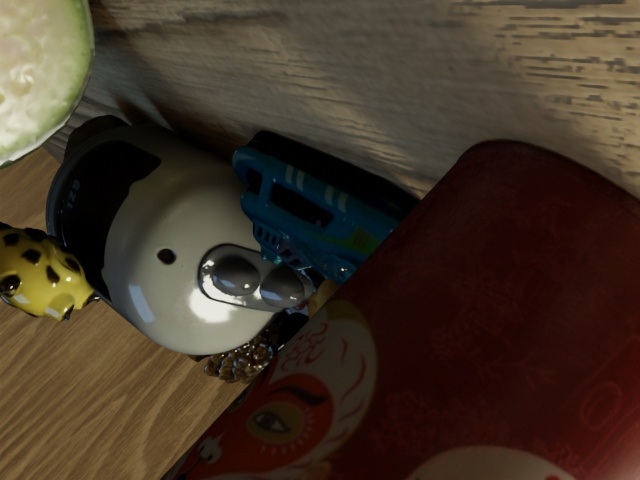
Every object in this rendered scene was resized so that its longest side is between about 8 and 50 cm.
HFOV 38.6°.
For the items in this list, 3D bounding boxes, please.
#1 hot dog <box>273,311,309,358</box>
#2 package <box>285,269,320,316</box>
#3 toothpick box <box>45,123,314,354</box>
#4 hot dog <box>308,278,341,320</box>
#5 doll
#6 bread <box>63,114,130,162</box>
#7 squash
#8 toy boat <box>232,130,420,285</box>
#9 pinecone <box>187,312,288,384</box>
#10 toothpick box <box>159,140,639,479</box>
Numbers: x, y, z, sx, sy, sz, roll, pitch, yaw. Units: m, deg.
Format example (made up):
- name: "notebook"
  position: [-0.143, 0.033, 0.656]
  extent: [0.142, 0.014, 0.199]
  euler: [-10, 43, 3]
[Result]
- name: "hot dog"
  position: [0.040, 0.187, 1.062]
  extent: [0.107, 0.194, 0.326]
  euler: [9, 179, 18]
- name: "package"
  position: [-0.055, 0.030, 1.182]
  extent: [0.239, 0.030, 0.154]
  euler: [52, 156, -12]
- name: "toothpick box"
  position: [-0.144, 0.004, 0.998]
  extent: [0.316, 0.229, 0.229]
  euler: [26, 159, 53]
- name: "hot dog"
  position: [0.127, 0.128, 0.767]
  extent: [0.337, 0.100, 0.135]
  euler: [36, 175, 38]
- name: "doll"
  position: [-0.357, -0.012, 0.937]
  extent: [0.291, 0.086, 0.117]
  euler: [34, -167, 5]
- name: "bread"
  position: [-0.259, -0.062, 1.234]
  extent: [0.230, 0.123, 0.230]
  euler: [51, -175, -6]
- name: "squash"
  position: [-0.435, -0.245, 0.954]
  extent: [0.384, 0.263, 0.263]
  euler: [32, 164, 46]
- name: "toy boat"
  position: [0.000, 0.000, 0.766]
  extent: [0.134, 0.092, 0.299]
  euler: [48, 168, -35]
- name: "pinecone"
  position: [-0.127, 0.114, 1.400]
  extent: [0.179, 0.184, 0.205]
  euler: [47, -166, -40]
- name: "toothpick box"
  position: [0.043, 0.134, 0.476]
  extent: [0.204, 0.333, 0.204]
  euler: [41, 169, 10]
